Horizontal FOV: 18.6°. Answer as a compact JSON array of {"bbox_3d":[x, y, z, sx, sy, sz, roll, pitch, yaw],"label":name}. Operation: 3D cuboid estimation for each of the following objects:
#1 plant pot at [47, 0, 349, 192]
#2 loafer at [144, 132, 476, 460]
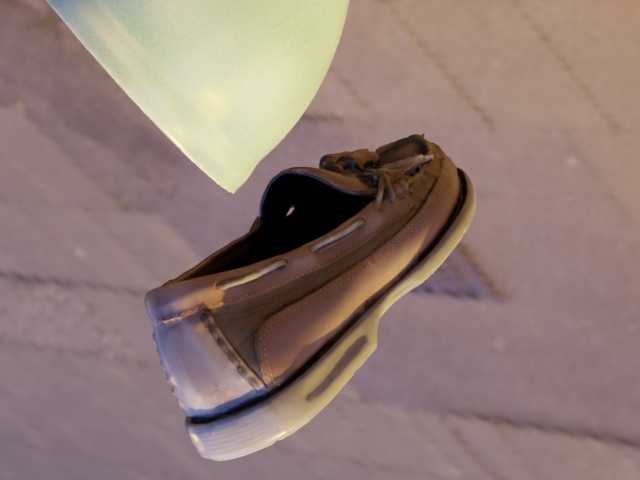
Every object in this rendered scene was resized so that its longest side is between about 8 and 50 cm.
[{"bbox_3d":[-0.089,-0.210,1.481,0.293,0.196,0.293,49,-176,-4],"label":"plant pot"},{"bbox_3d":[0.000,0.000,1.040,0.109,0.302,0.095,-22,107,31],"label":"loafer"}]
